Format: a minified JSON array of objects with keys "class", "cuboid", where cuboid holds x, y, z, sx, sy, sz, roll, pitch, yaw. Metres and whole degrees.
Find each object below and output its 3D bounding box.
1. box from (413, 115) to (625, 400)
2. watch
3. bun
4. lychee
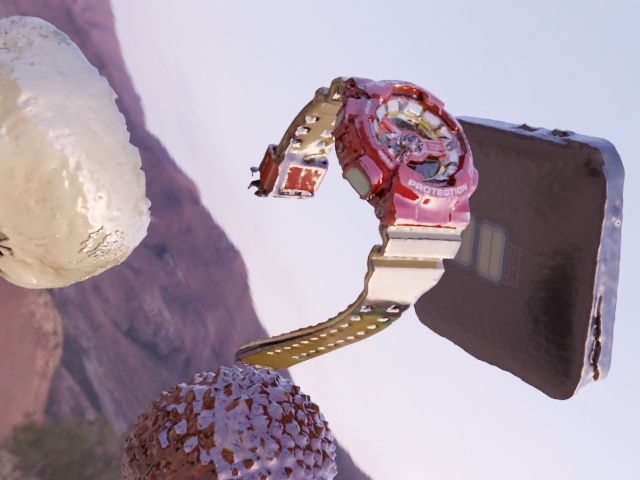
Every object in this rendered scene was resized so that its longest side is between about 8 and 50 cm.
[{"class":"box","cuboid":[0.270,0.010,1.248,0.350,0.091,0.359,24,-60,52]},{"class":"watch","cuboid":[0.003,-0.008,0.644,0.268,0.102,0.164,-34,-121,53]},{"class":"bun","cuboid":[-0.273,-0.065,0.790,0.259,0.152,0.259,33,-41,35]},{"class":"lychee","cuboid":[-0.115,0.300,1.090,0.276,0.304,0.275,34,-32,25]}]
